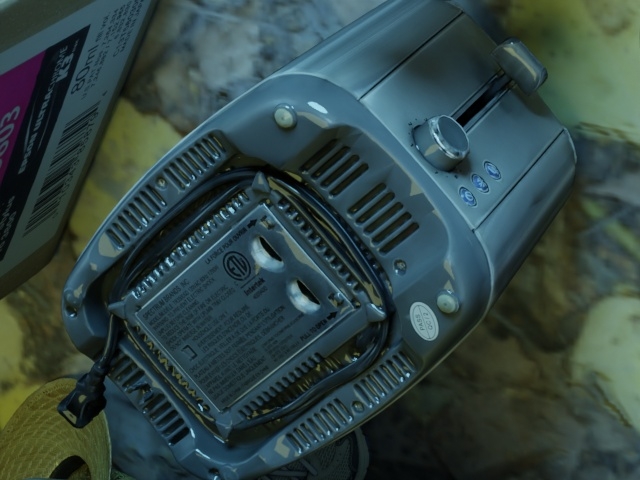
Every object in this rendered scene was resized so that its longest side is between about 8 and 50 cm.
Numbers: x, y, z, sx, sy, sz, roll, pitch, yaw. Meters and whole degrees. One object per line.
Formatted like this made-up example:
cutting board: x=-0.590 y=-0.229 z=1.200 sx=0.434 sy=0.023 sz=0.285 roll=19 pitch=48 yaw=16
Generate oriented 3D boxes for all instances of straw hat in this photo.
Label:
straw hat: x=-0.124 y=0.148 z=1.027 sx=0.061 sy=0.144 sz=0.144 roll=21 pitch=141 yaw=-34

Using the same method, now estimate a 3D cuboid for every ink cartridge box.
ink cartridge box: x=-0.171 y=-0.049 z=0.860 sx=0.088 sy=0.193 sz=0.235 roll=36 pitch=130 yaw=10

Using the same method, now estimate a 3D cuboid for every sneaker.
sneaker: x=-0.017 y=0.129 z=0.956 sx=0.052 sy=0.058 sz=0.135 roll=28 pitch=127 yaw=15

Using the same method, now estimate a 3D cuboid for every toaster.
toaster: x=0.000 y=0.000 z=0.812 sx=0.129 sy=0.146 sz=0.227 roll=48 pitch=130 yaw=0

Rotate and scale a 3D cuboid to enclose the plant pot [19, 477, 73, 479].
plant pot: x=0.004 y=0.262 z=0.849 sx=0.323 sy=0.280 sz=0.323 roll=-178 pitch=90 yaw=-68
